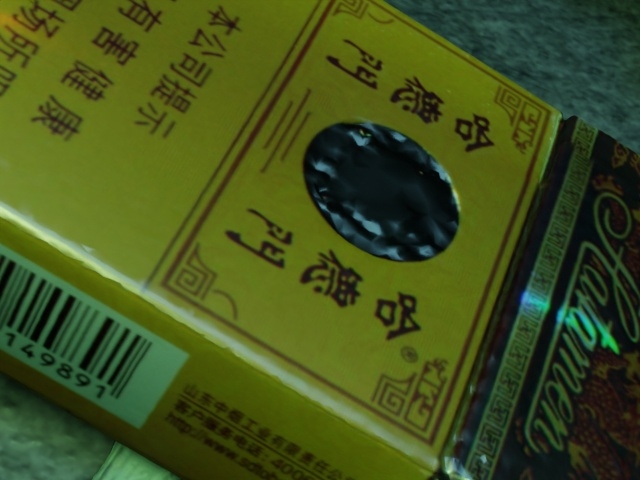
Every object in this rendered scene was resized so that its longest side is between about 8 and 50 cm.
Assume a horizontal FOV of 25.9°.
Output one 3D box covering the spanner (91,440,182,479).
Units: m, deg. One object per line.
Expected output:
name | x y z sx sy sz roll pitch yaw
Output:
spanner | -0.122 0.164 0.597 0.071 0.017 0.302 31 47 6

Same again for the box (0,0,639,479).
box | 0.000 0.001 0.685 0.415 0.116 0.264 32 45 -4
